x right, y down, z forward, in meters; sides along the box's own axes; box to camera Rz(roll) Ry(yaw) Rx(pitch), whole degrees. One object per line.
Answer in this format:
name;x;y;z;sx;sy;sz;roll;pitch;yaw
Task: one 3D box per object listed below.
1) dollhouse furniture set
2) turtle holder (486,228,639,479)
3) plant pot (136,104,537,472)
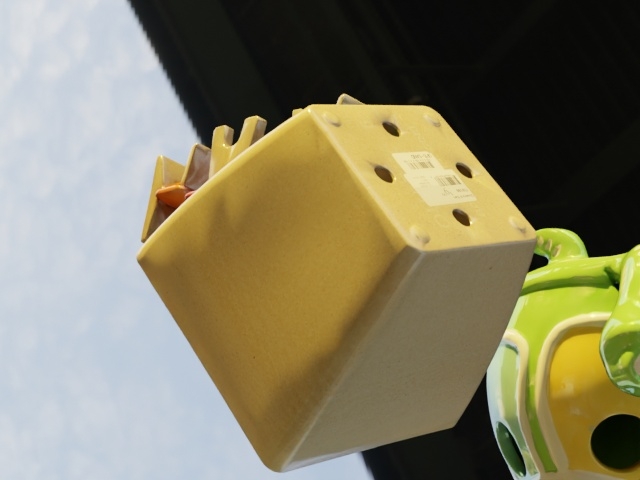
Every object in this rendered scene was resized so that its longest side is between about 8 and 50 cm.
dollhouse furniture set;0.000;0.000;1.141;0.262;0.259;0.135;-12;-119;47
turtle holder;0.281;0.131;1.150;0.320;0.243;0.227;-32;-143;58
plant pot;0.015;0.007;0.481;0.109;0.109;0.096;54;-53;27
